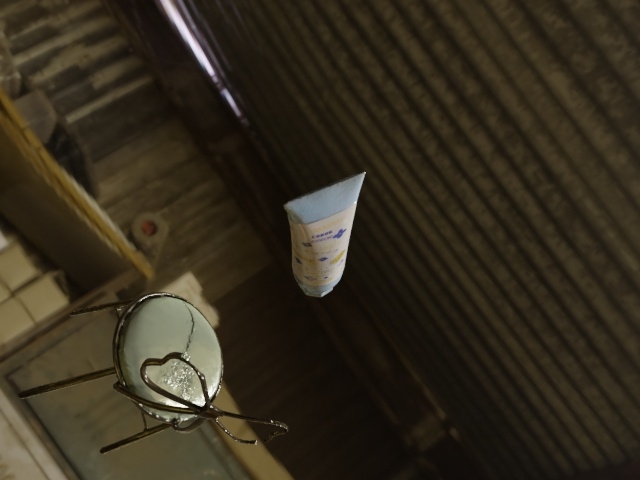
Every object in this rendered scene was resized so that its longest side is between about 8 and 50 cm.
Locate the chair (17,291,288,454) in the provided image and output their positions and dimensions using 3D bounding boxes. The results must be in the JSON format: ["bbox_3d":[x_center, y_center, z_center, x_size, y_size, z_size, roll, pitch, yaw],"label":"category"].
[{"bbox_3d":[-0.168,0.137,1.028,0.325,0.170,0.160,-21,-55,41],"label":"chair"}]

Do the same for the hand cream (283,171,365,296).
[{"bbox_3d":[0.000,0.000,0.746,0.043,0.065,0.171,61,-14,20],"label":"hand cream"}]
